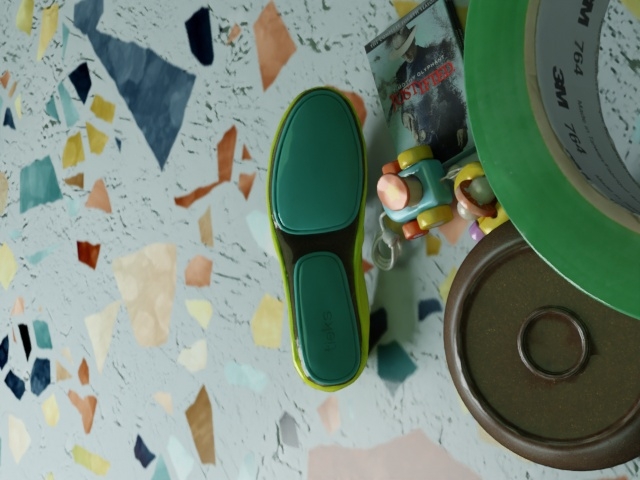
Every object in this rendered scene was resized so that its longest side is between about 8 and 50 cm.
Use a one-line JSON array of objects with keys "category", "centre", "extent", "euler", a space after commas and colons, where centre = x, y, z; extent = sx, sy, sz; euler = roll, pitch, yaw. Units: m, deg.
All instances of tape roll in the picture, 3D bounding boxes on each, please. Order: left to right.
[{"category": "tape roll", "centre": [0.226, -0.110, 0.589], "extent": [0.321, 0.077, 0.321], "euler": [-5, 83, 41]}]

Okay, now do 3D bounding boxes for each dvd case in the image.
[{"category": "dvd case", "centre": [0.078, -0.110, 0.839], "extent": [0.087, 0.013, 0.119], "euler": [-30, 67, 43]}]

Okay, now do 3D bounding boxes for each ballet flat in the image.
[{"category": "ballet flat", "centre": [0.000, 0.000, 0.882], "extent": [0.077, 0.077, 0.231], "euler": [-18, -75, -88]}]

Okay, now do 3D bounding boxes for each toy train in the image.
[{"category": "toy train", "centre": [0.088, 0.002, 0.791], "extent": [0.166, 0.046, 0.125], "euler": [25, 112, 41]}]

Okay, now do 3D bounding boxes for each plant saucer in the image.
[{"category": "plant saucer", "centre": [0.149, 0.063, 0.711], "extent": [0.168, 0.029, 0.168], "euler": [2, 95, 29]}]
